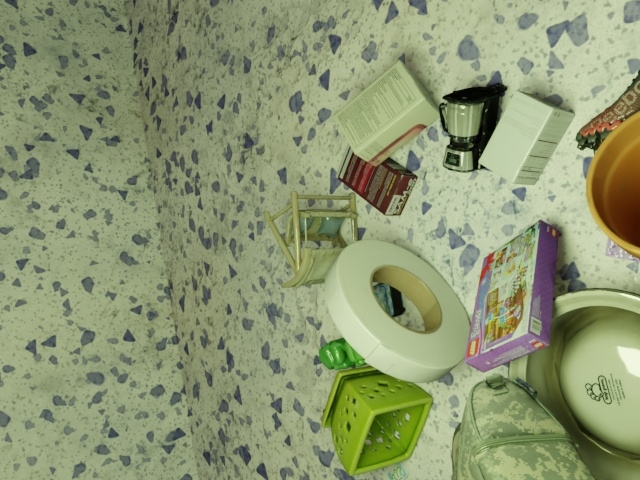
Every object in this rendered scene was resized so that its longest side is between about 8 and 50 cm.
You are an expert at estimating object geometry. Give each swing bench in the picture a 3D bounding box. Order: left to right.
[{"bbox_3d":[0.000,0.000,1.672,0.165,0.253,0.254,-31,69,45],"label":"swing bench"}]

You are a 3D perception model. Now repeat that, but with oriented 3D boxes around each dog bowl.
[{"bbox_3d":[0.589,0.288,1.089,0.408,0.150,0.408,5,97,49],"label":"dog bowl"}]

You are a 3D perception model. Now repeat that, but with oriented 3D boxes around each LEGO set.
[{"bbox_3d":[0.209,0.789,1.626,0.182,0.060,0.244,53,129,38],"label":"LEGO set"}]

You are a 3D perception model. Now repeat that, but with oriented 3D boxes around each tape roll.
[{"bbox_3d":[0.191,0.161,1.359,0.072,0.392,0.392,-54,54,35],"label":"tape roll"}]

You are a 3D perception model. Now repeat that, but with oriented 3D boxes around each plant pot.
[{"bbox_3d":[0.141,0.484,1.566,0.207,0.228,0.227,40,122,47],"label":"plant pot"},{"bbox_3d":[0.630,-0.071,0.937,0.291,0.203,0.291,-21,56,35],"label":"plant pot"}]

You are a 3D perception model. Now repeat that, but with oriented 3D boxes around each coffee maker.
[{"bbox_3d":[0.372,-0.265,1.326,0.120,0.171,0.178,-121,22,-58],"label":"coffee maker"}]

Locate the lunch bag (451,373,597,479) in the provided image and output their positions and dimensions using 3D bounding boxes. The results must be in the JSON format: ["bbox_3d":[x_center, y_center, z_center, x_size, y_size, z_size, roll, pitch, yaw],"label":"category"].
[{"bbox_3d":[0.363,0.452,1.092,0.256,0.213,0.305,-109,16,-58],"label":"lunch bag"}]

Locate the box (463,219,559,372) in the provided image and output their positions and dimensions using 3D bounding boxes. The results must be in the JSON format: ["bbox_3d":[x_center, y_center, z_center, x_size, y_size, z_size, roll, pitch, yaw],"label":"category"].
[{"bbox_3d":[0.411,0.119,1.195,0.201,0.057,0.293,-49,15,54],"label":"box"}]

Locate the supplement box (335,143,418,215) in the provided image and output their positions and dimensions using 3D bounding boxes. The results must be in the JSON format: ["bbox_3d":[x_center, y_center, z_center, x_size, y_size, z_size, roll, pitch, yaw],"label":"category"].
[{"bbox_3d":[0.158,-0.185,1.617,0.239,0.073,0.130,44,123,39],"label":"supplement box"}]

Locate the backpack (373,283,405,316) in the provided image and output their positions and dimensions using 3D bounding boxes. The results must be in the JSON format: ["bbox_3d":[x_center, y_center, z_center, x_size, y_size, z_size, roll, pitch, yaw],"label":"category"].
[{"bbox_3d":[0.173,0.176,1.611,0.114,0.084,0.105,-22,73,50],"label":"backpack"}]

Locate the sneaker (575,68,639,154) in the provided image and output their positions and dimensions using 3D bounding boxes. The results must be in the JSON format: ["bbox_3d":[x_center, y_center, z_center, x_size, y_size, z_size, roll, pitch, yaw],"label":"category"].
[{"bbox_3d":[0.618,-0.256,1.070,0.276,0.098,0.135,-26,50,61],"label":"sneaker"}]

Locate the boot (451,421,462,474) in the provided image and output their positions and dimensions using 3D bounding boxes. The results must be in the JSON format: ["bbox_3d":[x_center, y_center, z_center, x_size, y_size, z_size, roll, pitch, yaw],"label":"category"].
[{"bbox_3d":[0.455,0.619,1.278,0.284,0.138,0.377,-11,78,49],"label":"boot"}]

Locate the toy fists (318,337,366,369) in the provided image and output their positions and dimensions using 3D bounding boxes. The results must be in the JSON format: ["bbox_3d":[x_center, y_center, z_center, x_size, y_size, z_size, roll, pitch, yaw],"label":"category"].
[{"bbox_3d":[0.107,0.325,1.651,0.279,0.142,0.096,-25,73,47],"label":"toy fists"}]

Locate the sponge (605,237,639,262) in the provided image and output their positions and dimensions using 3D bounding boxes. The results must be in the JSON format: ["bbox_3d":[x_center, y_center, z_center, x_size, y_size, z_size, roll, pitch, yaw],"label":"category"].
[{"bbox_3d":[0.668,-0.006,1.071,0.210,0.031,0.117,16,104,48],"label":"sponge"}]

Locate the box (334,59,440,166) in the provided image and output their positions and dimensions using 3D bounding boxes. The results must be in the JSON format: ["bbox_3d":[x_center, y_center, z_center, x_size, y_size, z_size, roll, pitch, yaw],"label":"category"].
[{"bbox_3d":[0.178,-0.335,1.493,0.232,0.127,0.148,-36,62,22],"label":"box"}]

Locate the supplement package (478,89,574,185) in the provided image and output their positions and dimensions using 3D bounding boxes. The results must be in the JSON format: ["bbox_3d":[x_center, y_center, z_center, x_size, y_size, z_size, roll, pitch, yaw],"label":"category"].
[{"bbox_3d":[0.458,-0.226,1.245,0.105,0.105,0.179,44,123,37],"label":"supplement package"}]
